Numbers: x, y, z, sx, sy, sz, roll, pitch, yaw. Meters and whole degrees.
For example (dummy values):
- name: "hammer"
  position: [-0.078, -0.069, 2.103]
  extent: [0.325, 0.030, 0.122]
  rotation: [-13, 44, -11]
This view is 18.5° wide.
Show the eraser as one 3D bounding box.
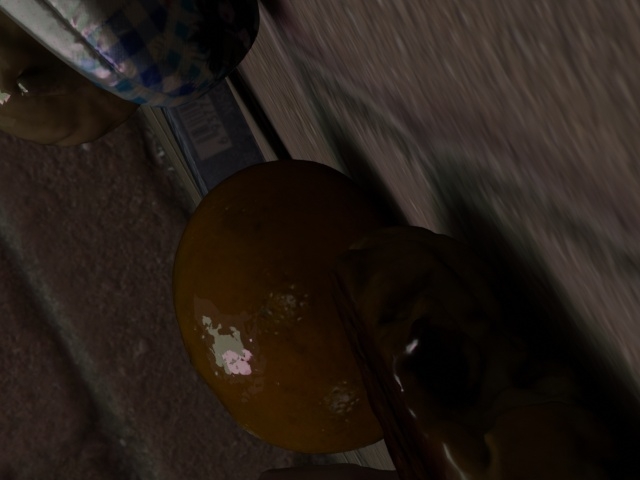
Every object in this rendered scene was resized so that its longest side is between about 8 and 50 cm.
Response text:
- name: "eraser"
  position: [-0.076, -0.077, 1.320]
  extent: [0.092, 0.046, 0.212]
  rotation: [82, 163, -74]

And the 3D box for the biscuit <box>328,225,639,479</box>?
- name: "biscuit"
  position: [0.100, 0.140, 0.777]
  extent: [0.334, 0.081, 0.289]
  rotation: [63, 175, 12]

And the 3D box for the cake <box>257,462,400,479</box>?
- name: "cake"
  position: [0.015, 0.317, 1.261]
  extent: [0.230, 0.237, 0.309]
  rotation: [69, -158, -48]

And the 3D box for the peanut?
- name: "peanut"
  position: [-0.176, -0.198, 1.250]
  extent: [0.143, 0.159, 0.291]
  rotation: [22, -145, -42]

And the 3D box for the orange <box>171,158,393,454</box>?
- name: "orange"
  position: [-0.011, 0.036, 1.002]
  extent: [0.156, 0.124, 0.156]
  rotation: [57, 171, 14]

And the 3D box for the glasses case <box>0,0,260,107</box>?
- name: "glasses case"
  position: [-0.162, -0.195, 0.954]
  extent: [0.327, 0.076, 0.125]
  rotation: [45, -146, -3]
